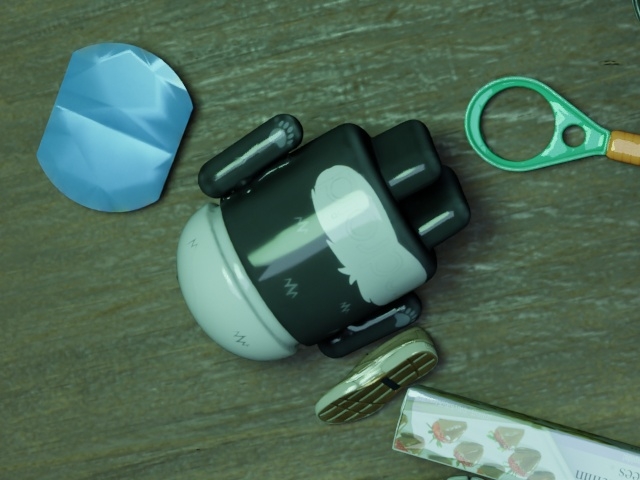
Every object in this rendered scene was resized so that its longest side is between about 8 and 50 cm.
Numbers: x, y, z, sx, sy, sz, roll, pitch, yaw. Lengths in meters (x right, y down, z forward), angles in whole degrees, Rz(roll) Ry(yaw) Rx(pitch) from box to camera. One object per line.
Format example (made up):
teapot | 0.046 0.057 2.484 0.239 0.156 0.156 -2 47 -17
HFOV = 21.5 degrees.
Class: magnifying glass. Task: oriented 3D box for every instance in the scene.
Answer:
magnifying glass | 0.251 -0.097 1.608 0.231 0.026 0.092 13 93 10

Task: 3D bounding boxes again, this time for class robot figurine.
robot figurine | -0.001 -0.002 1.586 0.278 0.173 0.209 -30 78 10

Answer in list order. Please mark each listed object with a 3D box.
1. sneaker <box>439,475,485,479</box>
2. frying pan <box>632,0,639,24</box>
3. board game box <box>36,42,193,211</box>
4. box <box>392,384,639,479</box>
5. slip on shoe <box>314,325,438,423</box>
sneaker | 0.066 0.271 1.612 0.208 0.094 0.081 -16 89 12
frying pan | 0.423 -0.300 1.565 0.197 0.053 0.326 33 99 8
board game box | -0.202 -0.113 1.693 0.133 0.033 0.169 22 100 5
box | 0.231 0.210 1.595 0.324 0.067 0.063 15 94 11
slip on shoe | 0.051 0.131 1.643 0.135 0.051 0.041 -36 44 17
